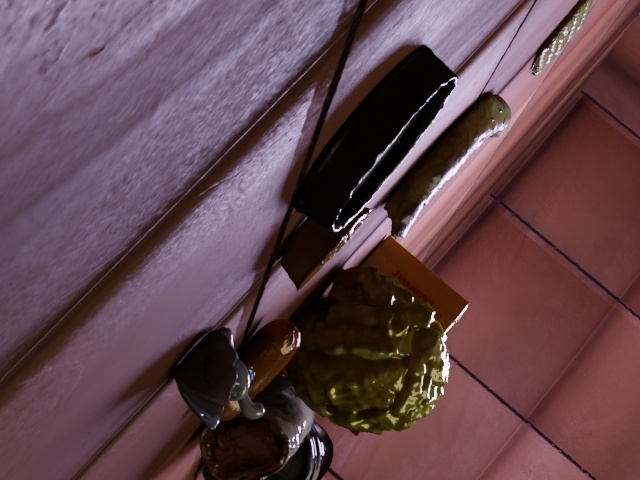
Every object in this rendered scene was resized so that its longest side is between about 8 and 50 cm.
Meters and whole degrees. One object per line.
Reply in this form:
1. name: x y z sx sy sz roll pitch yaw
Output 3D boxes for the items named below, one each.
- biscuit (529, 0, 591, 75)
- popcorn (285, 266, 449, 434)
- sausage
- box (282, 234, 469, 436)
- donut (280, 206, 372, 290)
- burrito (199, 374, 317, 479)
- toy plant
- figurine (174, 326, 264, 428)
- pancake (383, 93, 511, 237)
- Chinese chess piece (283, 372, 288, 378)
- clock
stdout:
1. biscuit: 0.384 -0.325 2.116 0.144 0.016 0.203 -50 173 -3
2. popcorn: 0.065 0.145 1.871 0.259 0.259 0.212 -46 157 -31
3. sausage: -0.079 0.152 1.585 0.062 0.054 0.183 2 138 -39
4. box: 0.083 0.147 2.082 0.274 0.174 0.076 -46 174 -25
5. donut: 0.000 0.000 1.290 0.108 0.043 0.097 -53 173 38
6. burrito: -0.083 0.267 1.895 0.143 0.105 0.299 -21 -179 11
7. toy plant: -0.089 0.370 2.313 0.235 0.175 0.218 6 135 -51
8. figurine: -0.094 0.129 1.263 0.082 0.094 0.086 -12 158 26
9. pancake: 0.179 -0.103 1.853 0.376 0.054 0.197 -42 171 -41
10. Chinese chess piece: 0.031 0.186 2.321 0.238 0.092 0.238 -50 174 -7
11. clock: 0.051 -0.085 1.158 0.184 0.040 0.184 -49 173 -8
